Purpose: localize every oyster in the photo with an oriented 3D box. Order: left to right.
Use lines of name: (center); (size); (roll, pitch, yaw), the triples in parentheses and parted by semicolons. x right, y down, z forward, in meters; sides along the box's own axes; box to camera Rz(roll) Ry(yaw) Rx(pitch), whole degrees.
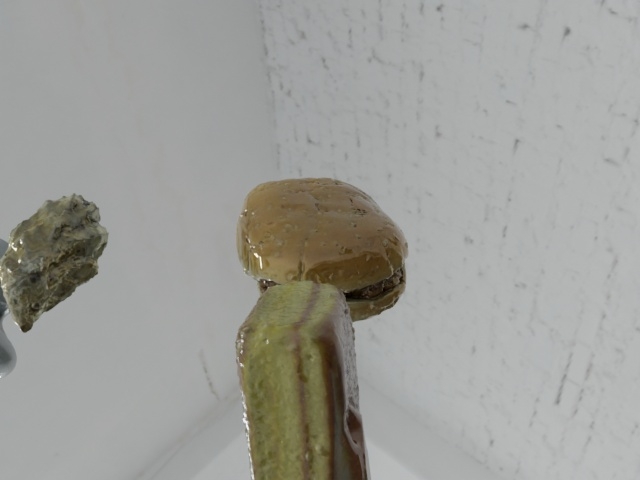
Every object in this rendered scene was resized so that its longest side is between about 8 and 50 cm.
oyster: (-0.378, 0.014, 0.947); (0.209, 0.133, 0.072); (-49, 3, -32)

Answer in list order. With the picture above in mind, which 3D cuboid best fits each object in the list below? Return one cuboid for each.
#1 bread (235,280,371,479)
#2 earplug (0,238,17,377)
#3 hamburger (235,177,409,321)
bread: (-0.008, 0.170, 0.669); (0.184, 0.111, 0.234); (-61, -35, -77)
earplug: (-0.704, 0.142, 1.395); (0.175, 0.214, 0.325); (-40, -34, -66)
hamburger: (-0.001, 0.001, 1.048); (0.260, 0.283, 0.144); (-10, -61, -15)
